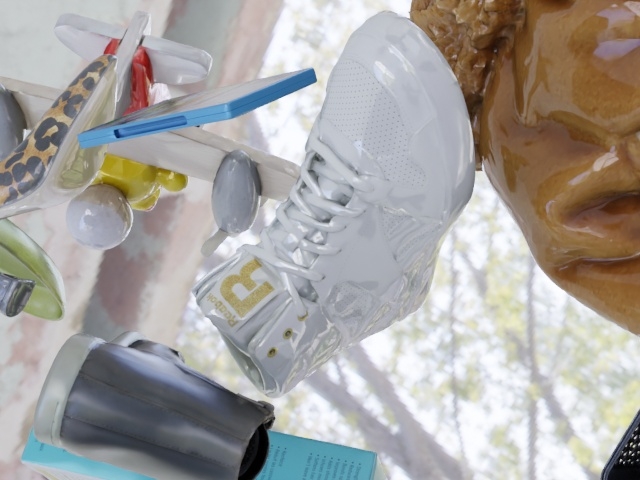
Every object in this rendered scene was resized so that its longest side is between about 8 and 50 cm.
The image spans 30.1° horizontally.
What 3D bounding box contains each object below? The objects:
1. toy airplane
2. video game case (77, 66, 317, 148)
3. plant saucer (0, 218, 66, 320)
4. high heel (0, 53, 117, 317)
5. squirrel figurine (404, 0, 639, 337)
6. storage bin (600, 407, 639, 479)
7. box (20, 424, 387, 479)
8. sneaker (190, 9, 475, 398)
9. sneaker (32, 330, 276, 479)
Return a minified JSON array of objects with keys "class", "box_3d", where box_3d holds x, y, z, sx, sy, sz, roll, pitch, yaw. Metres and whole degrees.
[{"class":"toy airplane","box_3d":[-0.254,-0.121,1.537,0.384,0.386,0.273,29,-107,-44]},{"class":"video game case","box_3d":[-0.101,-0.107,0.968,0.119,0.166,0.015,-33,-69,-50]},{"class":"plant saucer","box_3d":[-0.366,0.002,1.275,0.037,0.241,0.241,-58,-21,-22]},{"class":"high heel","box_3d":[-0.306,-0.081,1.099,0.261,0.186,0.093,-64,-16,-5]},{"class":"squirrel figurine","box_3d":[0.201,-0.191,0.875,0.281,0.397,0.370,-39,-41,-25]},{"class":"storage bin","box_3d":[0.318,0.158,0.920,0.084,0.122,0.180,9,-67,-44]},{"class":"box","box_3d":[-0.078,0.166,0.846,0.100,0.244,0.060,72,-150,-64]},{"class":"sneaker","box_3d":[0.000,0.000,0.772,0.169,0.108,0.293,-33,-31,-25]},{"class":"sneaker","box_3d":[-0.085,0.111,0.706,0.222,0.118,0.083,59,-128,-84]}]
